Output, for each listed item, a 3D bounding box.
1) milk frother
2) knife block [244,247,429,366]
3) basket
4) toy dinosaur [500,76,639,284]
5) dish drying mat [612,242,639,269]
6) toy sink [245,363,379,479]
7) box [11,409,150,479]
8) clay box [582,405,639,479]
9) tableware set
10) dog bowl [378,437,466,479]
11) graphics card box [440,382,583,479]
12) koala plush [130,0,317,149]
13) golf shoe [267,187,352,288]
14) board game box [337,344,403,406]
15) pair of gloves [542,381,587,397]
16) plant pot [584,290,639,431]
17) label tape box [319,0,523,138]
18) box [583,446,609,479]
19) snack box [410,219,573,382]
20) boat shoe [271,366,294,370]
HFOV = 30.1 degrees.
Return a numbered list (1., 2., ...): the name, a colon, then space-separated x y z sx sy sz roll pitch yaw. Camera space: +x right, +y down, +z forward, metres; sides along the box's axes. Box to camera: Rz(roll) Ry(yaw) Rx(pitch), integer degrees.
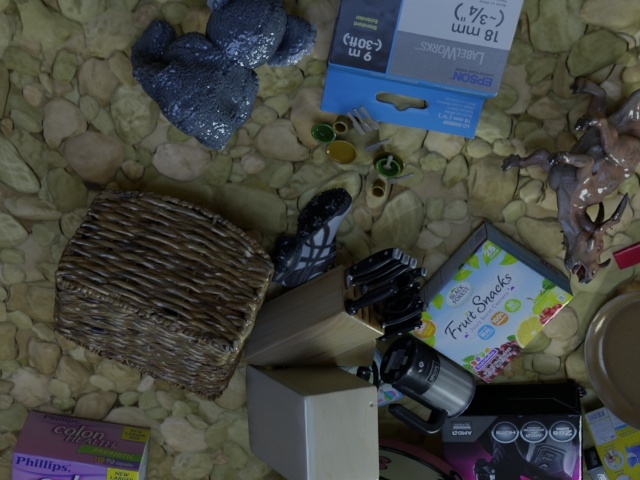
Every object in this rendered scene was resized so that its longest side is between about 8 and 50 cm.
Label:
1. milk frother: 0.145 0.228 1.901 0.134 0.143 0.129 33 86 -26
2. knife block: 0.022 0.097 1.806 0.275 0.088 0.242 1 145 -2
3. basket: -0.238 0.072 1.819 0.299 0.213 0.223 22 151 -1
4. toy dinosaur: 0.406 -0.106 1.715 0.200 0.127 0.296 33 104 -23
5. dish drying mat: 0.496 0.017 1.837 0.083 0.008 0.032 -24 115 17
6. toy sink: -0.012 0.279 1.859 0.131 0.234 0.153 -5 98 -25
7. box: -0.416 0.437 2.062 0.213 0.117 0.243 9 119 -2
8. clay box: 0.529 0.364 1.933 0.127 0.053 0.222 -24 76 16
9. tableware set: 0.059 -0.125 1.759 0.104 0.024 0.154 -18 126 32
10. dog bowl: 0.107 0.505 1.996 0.408 0.150 0.408 12 123 20
11. graphics card box: 0.326 0.415 2.017 0.232 0.094 0.371 -1 118 9
12. koala plush: -0.126 -0.255 1.629 0.196 0.203 0.221 41 102 -19
13. golf shoe: 0.000 0.000 1.825 0.094 0.077 0.198 29 125 -23
14. board game box: 0.047 0.243 1.979 0.154 0.026 0.103 -24 115 16
15. pair of gloves: 0.401 0.269 1.983 0.074 0.010 0.083 8 121 4
16. plant pot: 0.524 0.189 1.856 0.236 0.032 0.236 13 110 38
17. label tape box: 0.140 -0.288 1.630 0.240 0.106 0.334 10 119 -2
18. box: 0.578 0.425 2.035 0.183 0.056 0.231 -25 115 15
19. snack box: 0.259 0.098 1.861 0.174 0.070 0.207 33 115 -15
20. boat shoe: -0.060 0.196 1.950 0.038 0.046 0.125 0 111 8
